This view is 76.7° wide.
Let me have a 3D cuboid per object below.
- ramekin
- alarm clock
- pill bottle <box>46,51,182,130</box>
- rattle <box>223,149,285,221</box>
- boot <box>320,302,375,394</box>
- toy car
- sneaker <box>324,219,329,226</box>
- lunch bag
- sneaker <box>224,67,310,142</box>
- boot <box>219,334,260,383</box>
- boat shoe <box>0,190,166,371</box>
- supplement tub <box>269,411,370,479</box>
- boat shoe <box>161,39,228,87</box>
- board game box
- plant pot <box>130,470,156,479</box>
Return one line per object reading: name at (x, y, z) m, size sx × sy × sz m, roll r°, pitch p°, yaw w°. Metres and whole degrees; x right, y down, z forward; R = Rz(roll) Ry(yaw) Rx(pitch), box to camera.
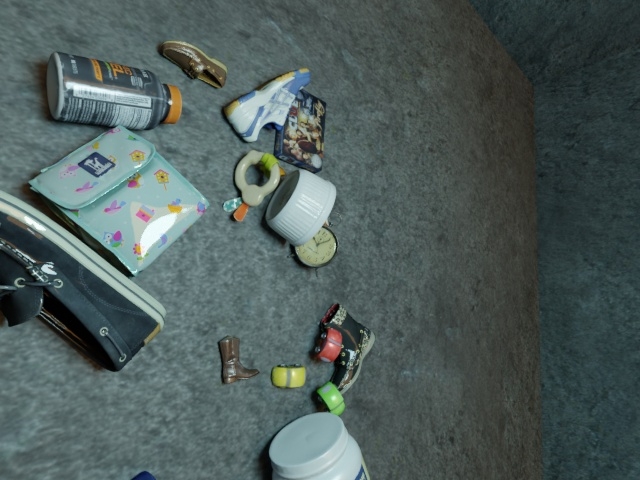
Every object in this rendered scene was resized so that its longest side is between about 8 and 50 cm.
ramekin at (-0.062, -0.098, 1.119) m, size 0.109 × 0.207 × 0.207 m, roll 33°, pitch 62°, yaw -24°
alarm clock at (0.000, 0.000, 1.201) m, size 0.129 × 0.064 × 0.192 m, roll 35°, pitch 90°, yaw 2°
pill bottle at (-0.429, -0.307, 0.864) m, size 0.245 × 0.130 × 0.131 m, roll -6°, pitch 86°, yaw -44°
rattle at (-0.182, -0.139, 1.129) m, size 0.130 × 0.143 × 0.200 m, roll 17°, pitch 85°, yaw -6°
boot at (0.054, 0.327, 1.232) m, size 0.179 × 0.085 × 0.236 m, roll 47°, pitch 59°, yaw -18°
toy car at (0.008, 0.394, 1.130) m, size 0.239 × 0.053 × 0.225 m, roll -31°, pitch 95°, yaw -22°
sneaker at (-0.008, -0.057, 1.264) m, size 0.067 × 0.064 × 0.175 m, roll -3°, pitch 80°, yaw -20°
lunch bag at (-0.404, -0.085, 0.830) m, size 0.262 × 0.160 × 0.223 m, roll 49°, pitch 61°, yaw -15°
sneaker at (-0.134, -0.389, 1.164) m, size 0.296 × 0.111 × 0.131 m, roll -39°, pitch 116°, yaw -22°
boot at (-0.205, 0.295, 1.029) m, size 0.106 × 0.037 × 0.114 m, roll 1°, pitch 77°, yaw -45°
boat shoe at (-0.500, 0.065, 0.700) m, size 0.500 × 0.186 × 0.156 m, roll 49°, pitch 48°, yaw -32°
supplement tub at (0.016, 0.641, 1.029) m, size 0.235 × 0.235 × 0.325 m, roll -26°, pitch 100°, yaw -42°
boat shoe at (-0.318, -0.449, 1.036) m, size 0.177 × 0.064 × 0.060 m, roll 13°, pitch 72°, yaw -43°
board game box at (-0.061, -0.351, 1.269) m, size 0.165 × 0.042 × 0.244 m, roll 15°, pitch 73°, yaw -40°
plant pot at (-0.330, 0.603, 0.719) m, size 0.236 × 0.212 × 0.236 m, roll -31°, pitch 97°, yaw -42°
